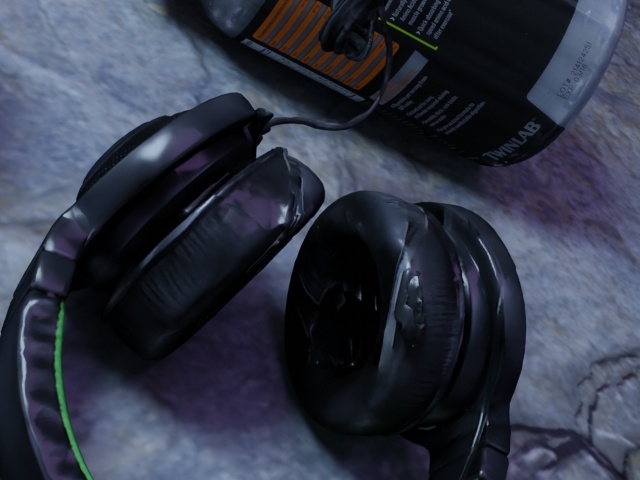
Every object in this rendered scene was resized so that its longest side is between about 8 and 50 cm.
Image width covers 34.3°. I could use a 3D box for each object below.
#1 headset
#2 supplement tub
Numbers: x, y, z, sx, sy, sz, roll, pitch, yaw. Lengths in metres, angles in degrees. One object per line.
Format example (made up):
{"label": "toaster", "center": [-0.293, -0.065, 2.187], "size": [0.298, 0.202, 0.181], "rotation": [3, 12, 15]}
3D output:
{"label": "headset", "center": [0.000, 0.000, 0.508], "size": [0.243, 0.185, 0.394], "rotation": [26, 49, -17]}
{"label": "supplement tub", "center": [0.048, -0.199, 0.761], "size": [0.316, 0.193, 0.194], "rotation": [25, 38, -19]}
